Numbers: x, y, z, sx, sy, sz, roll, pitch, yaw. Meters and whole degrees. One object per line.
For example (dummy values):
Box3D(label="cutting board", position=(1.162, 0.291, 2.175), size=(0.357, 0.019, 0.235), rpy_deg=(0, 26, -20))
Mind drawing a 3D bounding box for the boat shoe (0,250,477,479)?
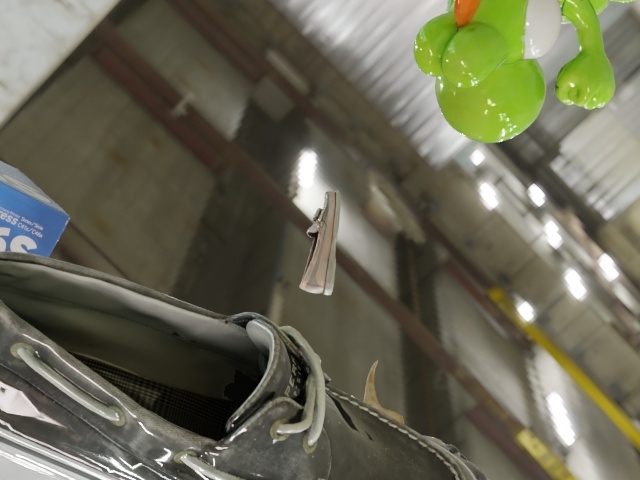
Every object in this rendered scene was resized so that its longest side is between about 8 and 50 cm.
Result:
Box3D(label="boat shoe", position=(-0.047, 0.101, 0.736), size=(0.335, 0.119, 0.121), rpy_deg=(17, -141, -20))

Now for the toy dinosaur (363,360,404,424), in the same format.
Box3D(label="toy dinosaur", position=(0.064, 0.241, 1.867), size=(0.183, 0.092, 0.053), rpy_deg=(-113, 16, -56))

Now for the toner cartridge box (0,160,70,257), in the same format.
Box3D(label="toner cartridge box", position=(-0.386, -0.082, 1.117), size=(0.347, 0.075, 0.165), rpy_deg=(29, -179, -33))

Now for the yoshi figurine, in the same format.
Box3D(label="yoshi figurine", position=(0.227, -0.226, 1.419), size=(0.203, 0.362, 0.203), rpy_deg=(-13, 110, 57))

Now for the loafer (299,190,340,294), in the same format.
Box3D(label="loafer", position=(0.000, 0.000, 1.582), size=(0.045, 0.039, 0.125), rpy_deg=(103, 172, -71))

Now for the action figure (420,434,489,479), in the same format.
Box3D(label="action figure", position=(0.100, 0.296, 1.324), size=(0.330, 0.178, 0.341), rpy_deg=(13, -132, -61))
